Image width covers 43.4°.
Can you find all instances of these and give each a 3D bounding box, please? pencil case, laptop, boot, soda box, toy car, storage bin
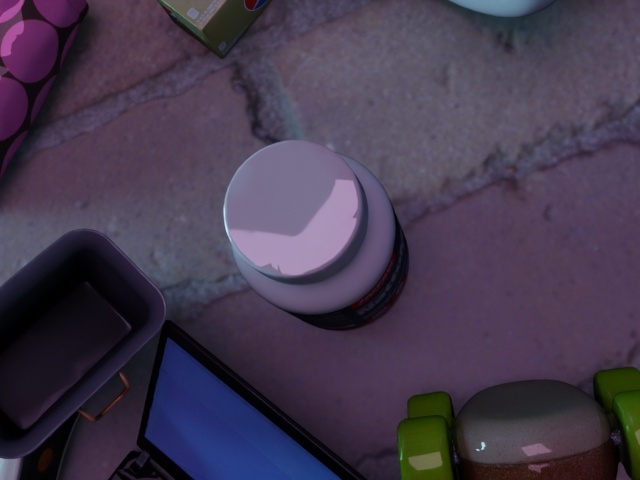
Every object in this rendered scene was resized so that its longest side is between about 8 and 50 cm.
[{"bbox_3d":[-0.281,-0.134,0.668,0.098,0.095,0.209,26,82,15],"label":"pencil case"},{"bbox_3d":[-0.082,0.235,0.526,0.234,0.136,0.264,36,81,16],"label":"laptop"},{"bbox_3d":[-0.277,0.122,0.618,0.176,0.088,0.244,15,85,15],"label":"boot"},{"bbox_3d":[-0.053,-0.244,0.663,0.061,0.058,0.181,39,88,16],"label":"soda box"},{"bbox_3d":[0.143,0.187,0.502,0.155,0.149,0.188,-10,89,11],"label":"toy car"},{"bbox_3d":[-0.168,0.073,0.521,0.098,0.091,0.135,45,70,-1],"label":"storage bin"}]

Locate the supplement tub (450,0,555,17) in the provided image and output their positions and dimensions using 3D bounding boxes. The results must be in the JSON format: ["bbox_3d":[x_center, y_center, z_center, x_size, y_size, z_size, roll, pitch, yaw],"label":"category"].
[{"bbox_3d":[0.159,-0.346,0.545,0.235,0.235,0.325,39,91,16],"label":"supplement tub"}]

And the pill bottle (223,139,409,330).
[{"bbox_3d":[0.000,0.000,0.538,0.108,0.180,0.108,-2,78,11],"label":"pill bottle"}]
